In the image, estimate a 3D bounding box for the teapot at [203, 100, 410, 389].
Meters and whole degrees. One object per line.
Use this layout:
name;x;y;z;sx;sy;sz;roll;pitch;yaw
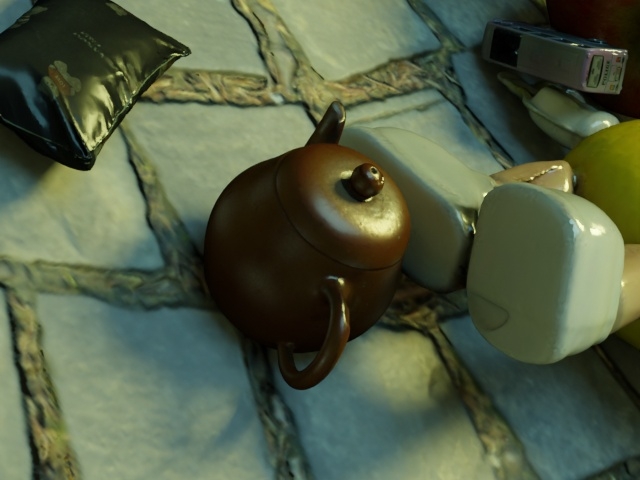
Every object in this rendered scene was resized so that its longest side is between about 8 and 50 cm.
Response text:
teapot;0.000;0.000;0.651;0.116;0.116;0.173;21;45;-22

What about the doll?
doll;0.210;-0.007;0.794;0.348;0.161;0.423;34;29;19

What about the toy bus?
toy bus;0.171;-0.137;0.912;0.052;0.037;0.130;-3;20;-29

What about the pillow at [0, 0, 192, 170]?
pillow;-0.137;-0.094;0.676;0.090;0.048;0.150;41;35;-13

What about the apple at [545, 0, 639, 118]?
apple;0.291;-0.210;0.959;0.230;0.230;0.230;21;44;-22
